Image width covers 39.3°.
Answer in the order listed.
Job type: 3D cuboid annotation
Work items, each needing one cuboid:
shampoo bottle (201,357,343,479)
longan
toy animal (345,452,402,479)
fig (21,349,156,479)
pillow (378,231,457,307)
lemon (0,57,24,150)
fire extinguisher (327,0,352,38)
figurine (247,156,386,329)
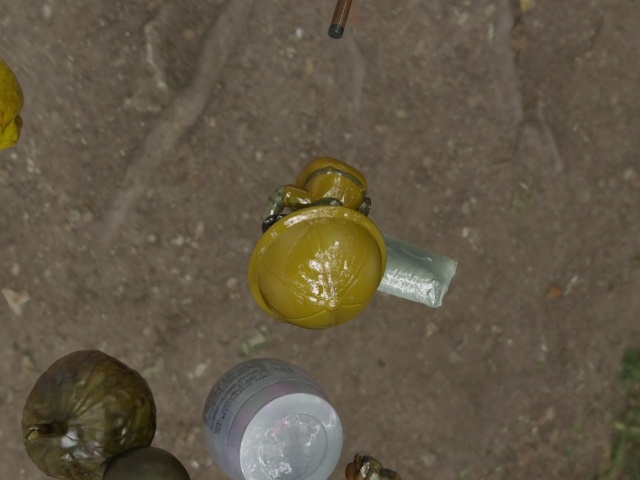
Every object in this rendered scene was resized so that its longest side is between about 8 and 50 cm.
[{"bbox_3d":[-0.104,0.395,1.896,0.273,0.266,0.273,-6,104,-25],"label":"shampoo bottle"},{"bbox_3d":[-0.339,0.474,1.715,0.159,0.204,0.185,-51,151,-29],"label":"longan"},{"bbox_3d":[0.086,0.495,1.645,0.097,0.157,0.312,-12,109,-26],"label":"toy animal"},{"bbox_3d":[-0.505,0.377,1.806,0.286,0.286,0.369,-52,169,9],"label":"fig"},{"bbox_3d":[0.126,0.035,1.677,0.078,0.254,0.144,105,9,-45],"label":"pillow"},{"bbox_3d":[-0.527,-0.214,1.302,0.170,0.207,0.170,-59,-177,5],"label":"lemon"},{"bbox_3d":[0.033,-0.329,1.283,0.028,0.022,0.083,19,74,-11],"label":"fire extinguisher"},{"bbox_3d":[0.002,-0.002,1.220,0.192,0.256,0.167,22,143,-21],"label":"figurine"}]
